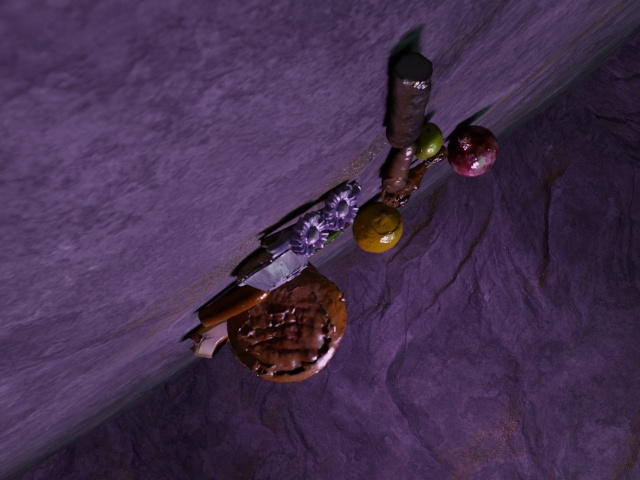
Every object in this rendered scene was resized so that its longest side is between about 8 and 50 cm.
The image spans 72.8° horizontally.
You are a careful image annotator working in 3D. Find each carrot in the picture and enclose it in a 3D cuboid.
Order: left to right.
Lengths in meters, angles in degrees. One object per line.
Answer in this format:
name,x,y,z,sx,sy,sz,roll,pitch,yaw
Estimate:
carrot,-0.236,0.174,1.219,0.225,0.067,0.067,-28,175,11
carrot,0.188,-0.175,1.053,0.070,0.070,0.342,-36,172,-2

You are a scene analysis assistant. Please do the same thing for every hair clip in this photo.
hair clip,-0.004,-0.043,0.961,0.292,0.084,0.106,-35,130,-24

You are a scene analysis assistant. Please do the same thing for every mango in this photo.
mango,0.231,-0.214,0.950,0.056,0.073,0.108,-5,165,-7

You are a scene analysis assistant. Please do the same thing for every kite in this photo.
kite,0.144,-0.084,1.693,0.250,0.012,0.229,-32,173,-39

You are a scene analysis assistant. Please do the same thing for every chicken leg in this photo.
chicken leg,0.290,-0.202,1.349,0.251,0.087,0.107,-44,-170,10

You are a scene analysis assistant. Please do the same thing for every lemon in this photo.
lemon,0.200,-0.044,1.531,0.180,0.180,0.193,-27,152,-53

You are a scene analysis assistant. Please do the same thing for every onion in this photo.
onion,0.457,-0.281,1.323,0.159,0.159,0.195,-38,157,18

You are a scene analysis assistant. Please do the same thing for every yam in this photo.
yam,0.127,-0.196,0.639,0.061,0.061,0.274,-36,172,4

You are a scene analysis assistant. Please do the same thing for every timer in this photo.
timer,0.000,0.000,1.395,0.140,0.047,0.128,-32,174,-30

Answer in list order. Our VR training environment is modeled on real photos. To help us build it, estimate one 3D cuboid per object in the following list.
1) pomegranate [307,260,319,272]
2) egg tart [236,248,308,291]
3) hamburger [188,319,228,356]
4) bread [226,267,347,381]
pomegranate,-0.081,0.160,1.542,0.196,0.196,0.196,-35,173,-5
egg tart,-0.106,0.064,1.114,0.234,0.094,0.234,-35,177,-2
hamburger,-0.401,0.353,1.598,0.173,0.116,0.210,-42,172,-24
bread,-0.101,0.246,1.348,0.358,0.337,0.204,-57,-178,1
